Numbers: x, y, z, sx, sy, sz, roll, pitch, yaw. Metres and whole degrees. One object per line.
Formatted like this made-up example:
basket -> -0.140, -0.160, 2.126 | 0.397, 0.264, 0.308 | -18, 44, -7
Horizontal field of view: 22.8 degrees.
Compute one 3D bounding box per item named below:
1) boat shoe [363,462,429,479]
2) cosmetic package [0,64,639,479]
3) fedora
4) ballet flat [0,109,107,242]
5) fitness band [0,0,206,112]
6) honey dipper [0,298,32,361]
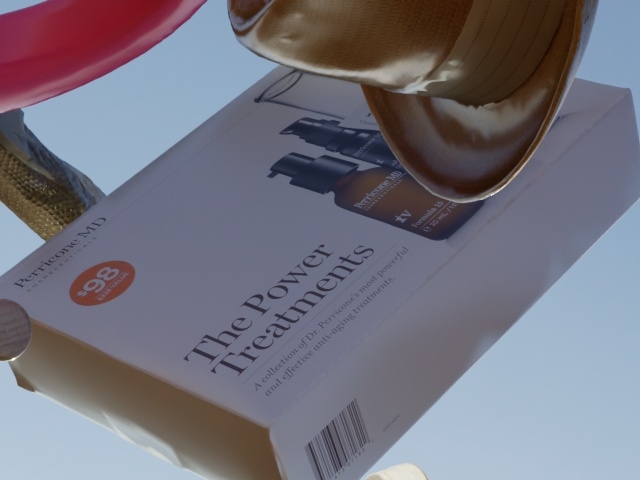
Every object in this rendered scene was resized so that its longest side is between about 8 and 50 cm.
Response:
boat shoe -> 0.036, 0.293, 1.144 | 0.096, 0.277, 0.098 | 9, -25, -20
cosmetic package -> 0.000, 0.000, 1.093 | 0.284, 0.377, 0.097 | 17, -44, 41
fedora -> 0.015, -0.101, 0.485 | 0.194, 0.079, 0.194 | 177, -90, -71
ballet flat -> -0.211, -0.027, 1.210 | 0.058, 0.084, 0.250 | -27, -44, 11
fitness band -> -0.154, -0.120, 0.618 | 0.209, 0.291, 0.054 | -38, -113, 29
honey dipper -> -0.196, 0.049, 0.811 | 0.161, 0.030, 0.030 | -7, -58, 53
